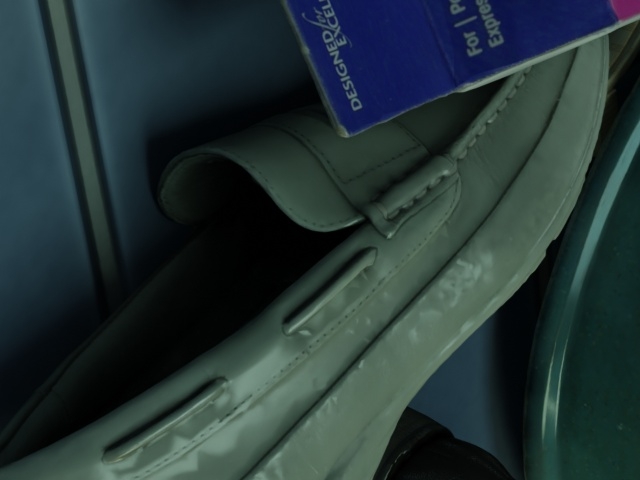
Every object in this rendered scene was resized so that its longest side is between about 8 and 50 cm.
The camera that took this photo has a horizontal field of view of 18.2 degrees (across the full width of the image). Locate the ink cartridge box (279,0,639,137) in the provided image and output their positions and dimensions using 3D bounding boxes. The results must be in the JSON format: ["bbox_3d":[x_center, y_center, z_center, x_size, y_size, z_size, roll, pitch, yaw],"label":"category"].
[{"bbox_3d":[0.111,-0.173,0.737,0.371,0.069,0.176,-25,94,-41],"label":"ink cartridge box"}]

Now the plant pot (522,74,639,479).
[{"bbox_3d":[0.325,0.062,0.922,0.341,0.334,0.341,-32,134,-40],"label":"plant pot"}]

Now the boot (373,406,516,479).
[{"bbox_3d":[0.115,0.193,0.827,0.091,0.229,0.263,-42,135,-32],"label":"boot"}]

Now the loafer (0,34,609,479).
[{"bbox_3d":[0.000,0.000,0.695,0.111,0.112,0.319,52,55,-27],"label":"loafer"}]

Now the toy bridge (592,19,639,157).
[{"bbox_3d":[0.169,-0.107,0.929,0.188,0.026,0.063,-37,131,-36],"label":"toy bridge"}]
